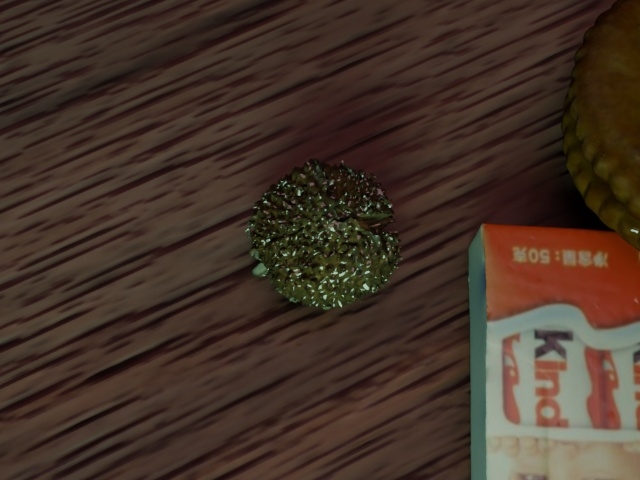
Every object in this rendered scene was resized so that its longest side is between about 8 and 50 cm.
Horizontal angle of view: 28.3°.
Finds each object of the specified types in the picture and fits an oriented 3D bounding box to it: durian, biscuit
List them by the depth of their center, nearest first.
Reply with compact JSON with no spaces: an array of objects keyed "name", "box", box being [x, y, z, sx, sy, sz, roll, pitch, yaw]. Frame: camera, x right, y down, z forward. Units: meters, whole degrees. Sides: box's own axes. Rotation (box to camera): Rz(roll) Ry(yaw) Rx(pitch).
[{"name":"durian","box":[0.000,0.000,0.666,0.091,0.080,0.080,-34,71,27]},{"name":"biscuit","box":[0.237,-0.058,0.679,0.221,0.066,0.220,2,54,-2]}]

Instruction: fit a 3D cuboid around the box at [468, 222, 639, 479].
[{"name":"box","box":[0.212,0.125,0.645,0.273,0.048,0.264,3,69,-4]}]
